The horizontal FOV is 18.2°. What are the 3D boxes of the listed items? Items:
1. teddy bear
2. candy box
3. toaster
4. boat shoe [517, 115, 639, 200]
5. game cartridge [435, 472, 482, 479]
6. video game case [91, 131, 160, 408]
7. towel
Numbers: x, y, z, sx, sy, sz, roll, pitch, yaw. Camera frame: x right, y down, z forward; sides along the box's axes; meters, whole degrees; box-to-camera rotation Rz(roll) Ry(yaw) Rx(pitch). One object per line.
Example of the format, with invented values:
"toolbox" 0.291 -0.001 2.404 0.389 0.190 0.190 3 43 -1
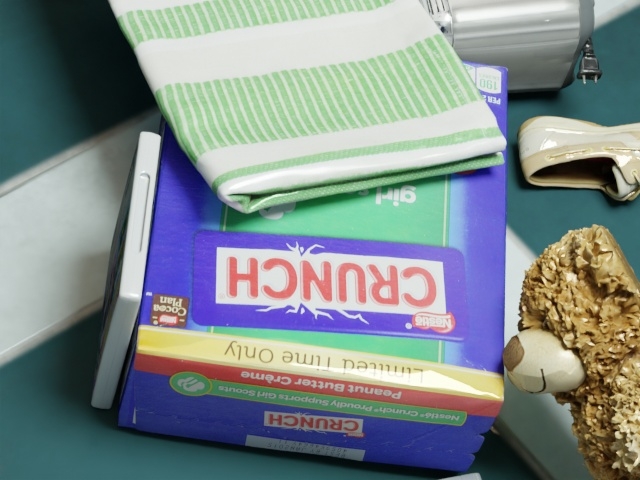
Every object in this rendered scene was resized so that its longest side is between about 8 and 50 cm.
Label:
"teddy bear" 0.231 0.157 1.395 0.113 0.245 0.338 -30 102 8
"candy box" 0.000 0.000 1.518 0.268 0.122 0.317 8 55 -5
"toaster" 0.135 -0.208 1.691 0.146 0.129 0.227 -8 60 -12
"boat shoe" 0.247 -0.061 1.654 0.170 0.063 0.059 4 57 2
"game cartridge" 0.087 0.203 1.463 0.083 0.017 0.056 -9 62 -18
"video game case" -0.141 0.023 1.450 0.019 0.157 0.143 9 55 -9
"towel" -0.025 -0.163 1.535 0.247 0.038 0.325 -12 54 -21
